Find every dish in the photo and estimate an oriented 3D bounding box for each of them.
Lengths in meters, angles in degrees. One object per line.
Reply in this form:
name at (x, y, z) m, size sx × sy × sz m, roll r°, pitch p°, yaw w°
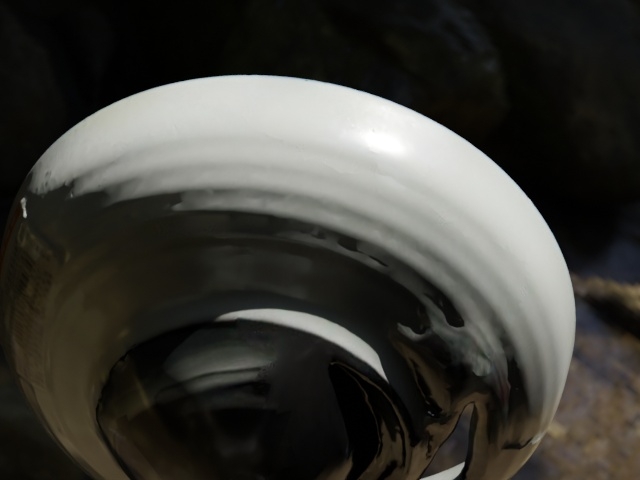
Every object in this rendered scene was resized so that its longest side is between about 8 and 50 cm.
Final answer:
dish at (-0.025, 0.073, 0.826) m, size 0.273 × 0.273 × 0.134 m, roll 24°, pitch 42°, yaw -11°
